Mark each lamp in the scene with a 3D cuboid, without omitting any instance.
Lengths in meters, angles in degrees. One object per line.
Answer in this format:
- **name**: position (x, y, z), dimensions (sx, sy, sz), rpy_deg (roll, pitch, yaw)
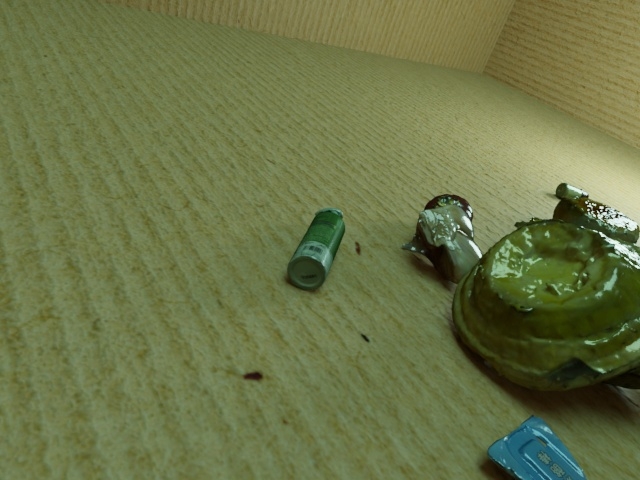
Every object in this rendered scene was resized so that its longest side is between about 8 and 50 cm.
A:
- **lamp**: position (0.258, -0.050, 0.959), dimensions (0.101, 0.090, 0.101), rpy_deg (-9, 48, 10)

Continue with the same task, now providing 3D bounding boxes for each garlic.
- **garlic**: position (0.227, 0.005, 0.849), dimensions (0.124, 0.099, 0.175), rpy_deg (-4, 56, -18)

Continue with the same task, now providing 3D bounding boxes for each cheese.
- **cheese**: position (0.291, 0.291, 0.475), dimensions (0.135, 0.052, 0.244), rpy_deg (-6, 38, -40)

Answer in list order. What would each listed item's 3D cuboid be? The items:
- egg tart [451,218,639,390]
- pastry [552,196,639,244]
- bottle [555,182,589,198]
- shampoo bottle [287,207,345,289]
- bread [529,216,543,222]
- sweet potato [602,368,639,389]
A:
- **egg tart**: position (0.325, 0.068, 0.660), dimensions (0.290, 0.115, 0.290), rpy_deg (-20, 37, 16)
- **pastry**: position (0.669, -0.036, 1.158), dimensions (0.182, 0.093, 0.192), rpy_deg (11, 28, -11)
- **bottle**: position (0.769, -0.140, 1.430), dimensions (0.101, 0.047, 0.063), rpy_deg (15, 67, -16)
- **shampoo bottle**: position (0.000, 0.000, 0.765), dimensions (0.065, 0.065, 0.204), rpy_deg (21, 31, 3)
- **bread**: position (0.516, 0.008, 1.028), dimensions (0.140, 0.069, 0.128), rpy_deg (14, 30, -3)
- **sweet potato**: position (0.455, 0.107, 0.762), dimensions (0.157, 0.158, 0.370), rpy_deg (16, 32, -6)
